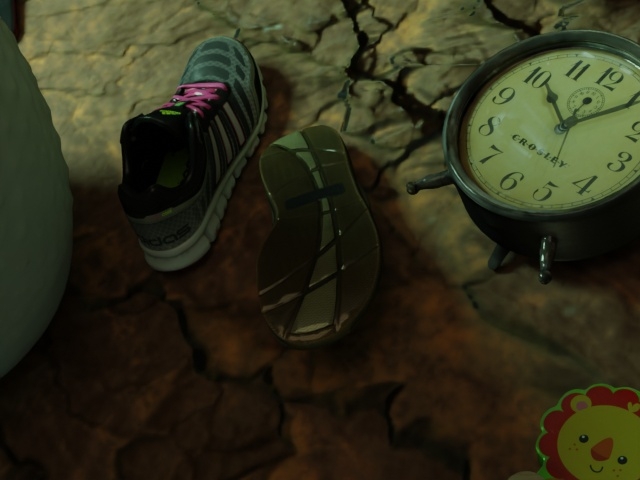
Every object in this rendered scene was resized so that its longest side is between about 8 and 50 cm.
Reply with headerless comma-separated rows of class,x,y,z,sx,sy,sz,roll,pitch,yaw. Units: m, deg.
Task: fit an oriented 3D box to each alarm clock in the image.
alarm clock,0.151,-0.065,0.765,0.192,0.064,0.129,-46,54,-8

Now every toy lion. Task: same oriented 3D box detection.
toy lion,0.144,0.119,0.671,0.096,0.034,0.100,-42,53,-18

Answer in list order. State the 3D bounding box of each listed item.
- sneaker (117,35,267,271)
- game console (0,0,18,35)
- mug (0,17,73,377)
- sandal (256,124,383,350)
sneaker,-0.082,-0.068,0.853,0.063,0.075,0.170,4,60,24
game console,-0.309,-0.196,1.026,0.144,0.124,0.085,-18,27,10
mug,-0.312,-0.008,0.747,0.276,0.328,0.374,14,65,29
sandal,0.000,0.000,0.798,0.072,0.049,0.180,-15,39,5
